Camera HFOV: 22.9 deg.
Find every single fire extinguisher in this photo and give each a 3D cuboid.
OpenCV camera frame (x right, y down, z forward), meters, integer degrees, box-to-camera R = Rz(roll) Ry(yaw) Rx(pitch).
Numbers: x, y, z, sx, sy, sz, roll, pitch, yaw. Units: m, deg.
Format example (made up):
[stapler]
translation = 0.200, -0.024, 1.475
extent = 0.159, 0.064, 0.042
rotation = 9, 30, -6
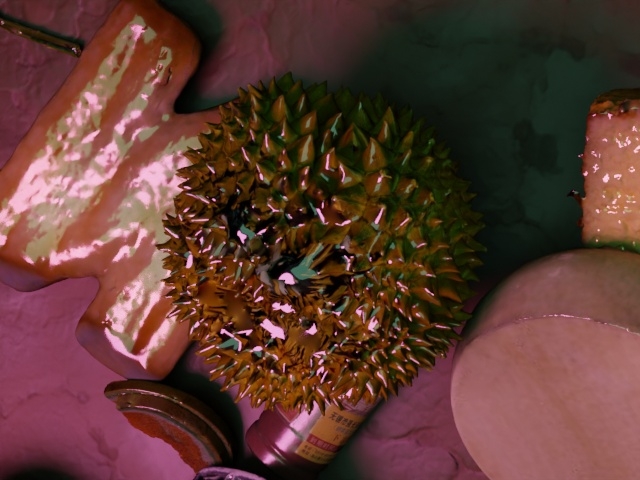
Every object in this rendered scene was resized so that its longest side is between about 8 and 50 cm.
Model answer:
[fire extinguisher]
translation = 0.026, 0.086, 1.350
extent = 0.106, 0.075, 0.252
rotation = 37, 101, -5

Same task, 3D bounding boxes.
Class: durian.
[durian]
translation = 0.002, -0.003, 1.228
extent = 0.291, 0.224, 0.291
rotation = 28, 134, 33

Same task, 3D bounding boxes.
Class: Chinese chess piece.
[Chinese chess piece]
translation = 0.226, 0.123, 1.249
extent = 0.250, 0.101, 0.250
rotation = 16, 132, 19

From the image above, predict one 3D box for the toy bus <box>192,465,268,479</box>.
[toy bus]
translation = -0.104, 0.356, 1.310
extent = 0.179, 0.143, 0.305
rotation = 43, 68, -21

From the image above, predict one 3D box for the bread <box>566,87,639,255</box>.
[bread]
translation = 0.275, -0.035, 1.253
extent = 0.143, 0.139, 0.229
rotation = 9, 129, 16

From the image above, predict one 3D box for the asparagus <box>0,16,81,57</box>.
[asparagus]
translation = -0.267, -0.189, 1.422
extent = 0.114, 0.014, 0.015
rotation = 21, 119, 8

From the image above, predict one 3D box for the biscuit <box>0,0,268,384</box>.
[biscuit]
translation = -0.156, -0.044, 1.387
extent = 0.237, 0.062, 0.291
rotation = 36, 102, 5

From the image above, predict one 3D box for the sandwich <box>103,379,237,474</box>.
[sandwich]
translation = -0.129, 0.163, 1.391
extent = 0.135, 0.029, 0.067
rotation = 32, 135, -14
